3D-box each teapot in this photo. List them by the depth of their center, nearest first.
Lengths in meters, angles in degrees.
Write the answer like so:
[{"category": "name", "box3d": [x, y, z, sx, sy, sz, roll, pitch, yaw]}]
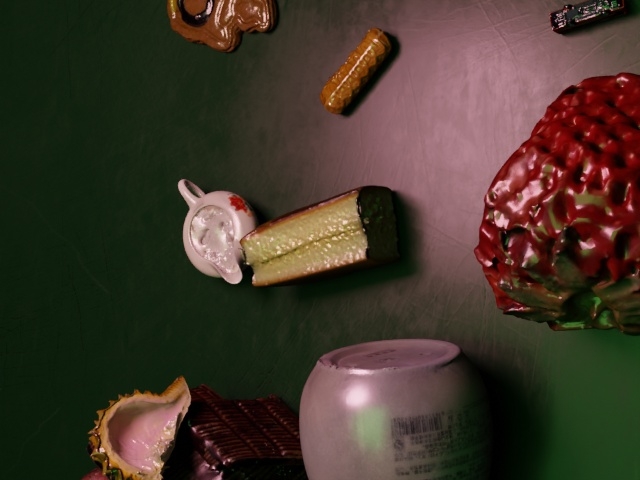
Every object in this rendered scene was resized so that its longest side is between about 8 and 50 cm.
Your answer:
[{"category": "teapot", "box3d": [-0.170, -0.017, 1.830, 0.145, 0.092, 0.226, -46, 65, 17]}]

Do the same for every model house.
[{"category": "model house", "box3d": [-0.152, 0.371, 1.756, 0.282, 0.297, 0.317, -45, 45, -13]}]

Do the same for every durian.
[{"category": "durian", "box3d": [-0.265, 0.288, 1.631, 0.140, 0.224, 0.078, 33, 131, 5]}]

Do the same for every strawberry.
[{"category": "strawberry", "box3d": [0.378, -0.054, 1.431, 0.317, 0.295, 0.345, -17, 44, 46]}]

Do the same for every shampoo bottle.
[{"category": "shampoo bottle", "box3d": [0.108, 0.287, 1.539, 0.273, 0.273, 0.266, -1, 94, 31]}]

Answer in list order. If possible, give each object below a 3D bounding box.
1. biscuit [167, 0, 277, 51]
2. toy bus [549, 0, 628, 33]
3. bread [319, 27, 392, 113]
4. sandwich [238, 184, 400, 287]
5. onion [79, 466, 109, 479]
[{"category": "biscuit", "box3d": [-0.188, -0.442, 1.897, 0.290, 0.041, 0.208, 35, 105, 28]}, {"category": "toy bus", "box3d": [0.383, -0.324, 1.544, 0.110, 0.043, 0.031, -13, 77, 32]}, {"category": "bread", "box3d": [0.057, -0.271, 1.736, 0.157, 0.044, 0.052, -51, 59, 18]}, {"category": "sandwich", "box3d": [0.000, 0.000, 1.709, 0.235, 0.128, 0.122, -15, 83, 30]}, {"category": "onion", "box3d": [-0.368, 0.453, 1.892, 0.159, 0.159, 0.195, -9, 63, 30]}]
